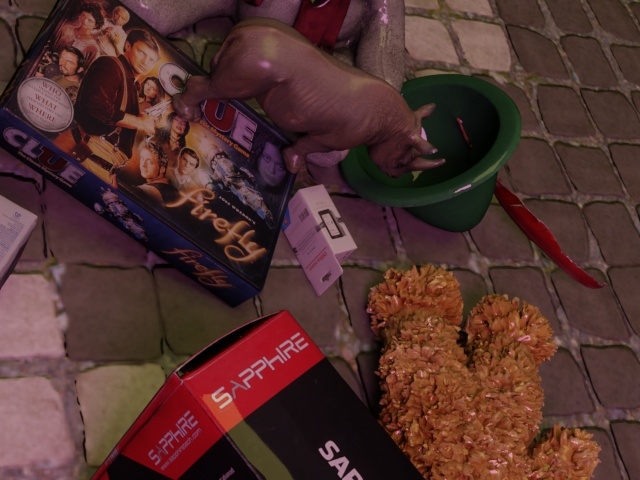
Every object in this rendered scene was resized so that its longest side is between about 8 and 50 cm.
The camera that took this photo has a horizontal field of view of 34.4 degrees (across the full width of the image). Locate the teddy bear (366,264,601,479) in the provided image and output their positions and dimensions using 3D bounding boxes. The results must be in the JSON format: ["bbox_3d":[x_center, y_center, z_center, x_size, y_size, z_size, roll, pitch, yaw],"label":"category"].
[{"bbox_3d":[0.105,0.155,0.810,0.245,0.113,0.338,37,48,-1],"label":"teddy bear"}]

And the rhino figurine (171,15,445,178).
[{"bbox_3d":[0.009,-0.105,0.853,0.243,0.106,0.073,22,47,-27],"label":"rhino figurine"}]

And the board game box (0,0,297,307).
[{"bbox_3d":[-0.130,-0.079,0.831,0.243,0.042,0.165,37,46,-26],"label":"board game box"}]

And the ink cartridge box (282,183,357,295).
[{"bbox_3d":[0.000,0.000,0.893,0.028,0.048,0.083,-14,69,-37],"label":"ink cartridge box"}]

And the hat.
[{"bbox_3d":[0.133,-0.033,1.007,0.173,0.183,0.208,-30,42,-2],"label":"hat"}]

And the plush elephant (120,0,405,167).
[{"bbox_3d":[0.022,-0.277,0.956,0.272,0.255,0.330,42,48,1],"label":"plush elephant"}]

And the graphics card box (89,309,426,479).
[{"bbox_3d":[0.018,0.246,0.613,0.094,0.233,0.371,-31,77,-41],"label":"graphics card box"}]

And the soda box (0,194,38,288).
[{"bbox_3d":[-0.312,-0.029,0.709,0.216,0.074,0.069,31,48,-10],"label":"soda box"}]
